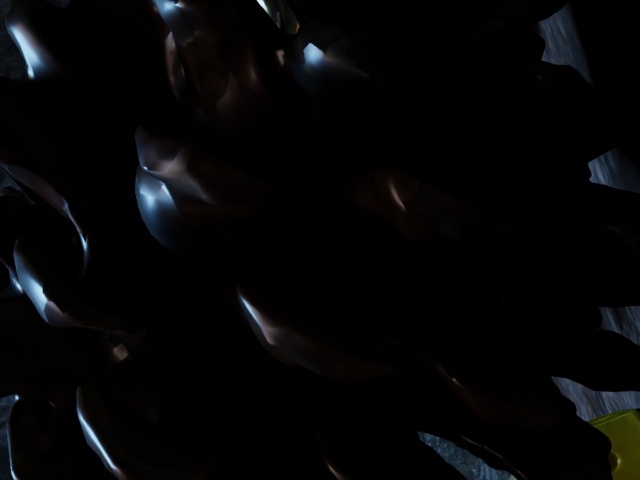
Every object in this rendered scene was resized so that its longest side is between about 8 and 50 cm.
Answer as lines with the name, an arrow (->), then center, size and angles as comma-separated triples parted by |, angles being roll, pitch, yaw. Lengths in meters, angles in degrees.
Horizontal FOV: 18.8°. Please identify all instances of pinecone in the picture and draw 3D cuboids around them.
pinecone -> 0.000, 0.000, 0.967 | 0.398, 0.398, 0.397 | 159, 90, -90

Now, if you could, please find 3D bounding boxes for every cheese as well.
cheese -> 0.206, 0.176, 1.484 | 0.171, 0.093, 0.126 | -110, -3, -78

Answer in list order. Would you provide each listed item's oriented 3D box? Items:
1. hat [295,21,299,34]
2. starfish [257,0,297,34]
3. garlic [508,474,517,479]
hat -> 0.061, -0.095, 1.469 | 0.285, 0.285, 0.400 | -111, 26, -54
starfish -> -0.100, -0.323, 1.145 | 0.324, 0.082, 0.432 | 24, -117, -45
garlic -> 0.222, 0.217, 1.681 | 0.206, 0.128, 0.115 | -86, 0, -74
